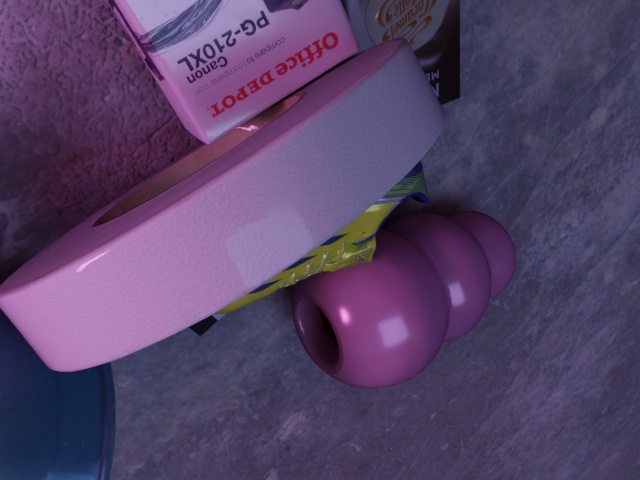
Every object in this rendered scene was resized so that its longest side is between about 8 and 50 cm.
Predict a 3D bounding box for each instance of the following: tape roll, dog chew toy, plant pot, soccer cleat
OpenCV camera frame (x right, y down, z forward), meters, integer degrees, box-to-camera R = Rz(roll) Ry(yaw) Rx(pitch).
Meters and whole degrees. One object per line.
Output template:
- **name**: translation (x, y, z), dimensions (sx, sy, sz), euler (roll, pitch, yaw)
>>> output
- **tape roll**: translation (-0.082, -0.042, 0.577), dimensions (0.392, 0.392, 0.072), euler (-35, 106, -9)
- **dog chew toy**: translation (0.128, 0.056, 0.907), dimensions (0.331, 0.206, 0.207), euler (-23, 130, -29)
- **plant pot**: translation (-0.360, 0.169, 0.589), dimensions (0.255, 0.271, 0.272), euler (15, 111, -45)
- **soccer cleat**: translation (0.001, 0.000, 0.749), dimensions (0.289, 0.093, 0.121), euler (-39, 108, -8)

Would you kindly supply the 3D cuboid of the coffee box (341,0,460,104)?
- **coffee box**: translation (0.065, -0.255, 0.713), dimensions (0.141, 0.098, 0.247), euler (-24, 130, -17)

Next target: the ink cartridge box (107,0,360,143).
- **ink cartridge box**: translation (-0.096, -0.230, 0.590), dimensions (0.172, 0.100, 0.237), euler (-34, 118, -9)

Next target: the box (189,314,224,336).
- **box**: translation (-0.090, -0.006, 0.806), dimensions (0.244, 0.060, 0.100), euler (-41, 132, -3)
